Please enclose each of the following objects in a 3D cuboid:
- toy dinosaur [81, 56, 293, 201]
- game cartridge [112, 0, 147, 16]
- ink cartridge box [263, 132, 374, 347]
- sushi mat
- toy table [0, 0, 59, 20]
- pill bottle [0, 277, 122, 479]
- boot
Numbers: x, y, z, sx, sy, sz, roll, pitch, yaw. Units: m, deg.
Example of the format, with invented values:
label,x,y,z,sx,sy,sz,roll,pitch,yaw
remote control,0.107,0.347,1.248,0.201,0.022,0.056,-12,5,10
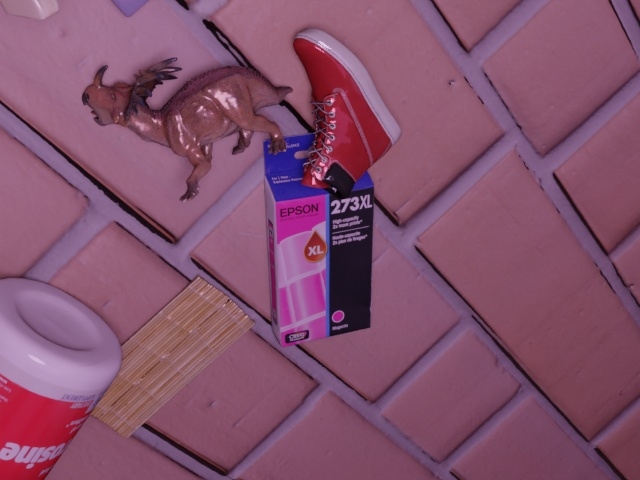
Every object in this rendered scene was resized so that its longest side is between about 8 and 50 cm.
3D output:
label,x,y,z,sx,sy,sz,roll,pitch,yaw
toy dinosaur,-0.167,-0.194,1.080,0.295,0.127,0.200,-28,116,-14
game cartridge,-0.184,-0.476,0.942,0.355,0.068,0.230,-39,120,6
ink cartridge box,0.000,0.000,1.284,0.176,0.069,0.371,-10,117,-18
sushi mat,-0.271,0.203,1.298,0.316,0.019,0.151,-42,123,1
toy table,-0.403,-0.336,0.832,0.252,0.274,0.161,-35,135,-27
pill bottle,-0.493,0.275,1.117,0.229,0.229,0.408,30,102,-32
boot,0.004,-0.182,1.147,0.176,0.088,0.244,-49,124,-13
